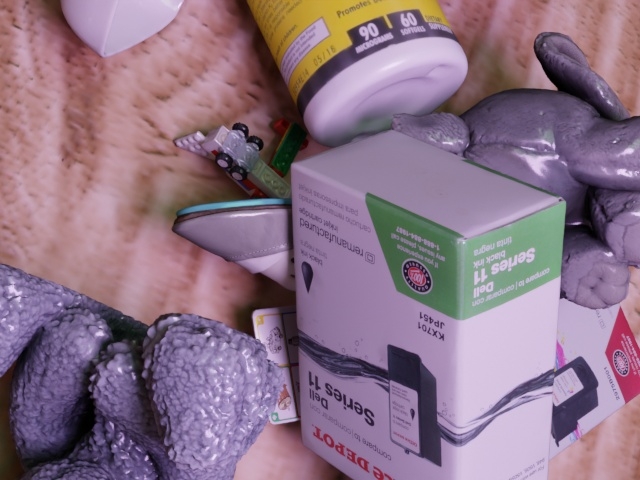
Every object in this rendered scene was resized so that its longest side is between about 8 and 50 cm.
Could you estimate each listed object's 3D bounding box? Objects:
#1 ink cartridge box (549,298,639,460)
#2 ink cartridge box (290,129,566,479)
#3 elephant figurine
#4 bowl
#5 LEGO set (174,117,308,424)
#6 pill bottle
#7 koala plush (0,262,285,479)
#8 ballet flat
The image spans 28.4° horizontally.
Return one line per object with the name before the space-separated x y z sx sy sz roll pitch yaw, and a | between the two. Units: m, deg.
ink cartridge box | 0.147 0.089 0.922 0.175 0.072 0.127 -25 92 -40
ink cartridge box | 0.061 0.057 0.769 0.087 0.153 0.208 -21 121 -34
elephant figurine | 0.171 -0.059 0.908 0.239 0.169 0.186 -64 138 -62
bowl | -0.115 -0.199 0.817 0.053 0.142 0.142 30 27 3
LEGO set | 0.000 0.000 0.910 0.182 0.060 0.244 -6 83 -41
pill bottle | 0.007 -0.180 0.880 0.119 0.119 0.208 -15 71 -30
koala plush | -0.129 0.151 0.722 0.196 0.203 0.221 13 78 16
ballet flat | 0.002 0.000 0.833 0.213 0.072 0.068 -9 88 -38
